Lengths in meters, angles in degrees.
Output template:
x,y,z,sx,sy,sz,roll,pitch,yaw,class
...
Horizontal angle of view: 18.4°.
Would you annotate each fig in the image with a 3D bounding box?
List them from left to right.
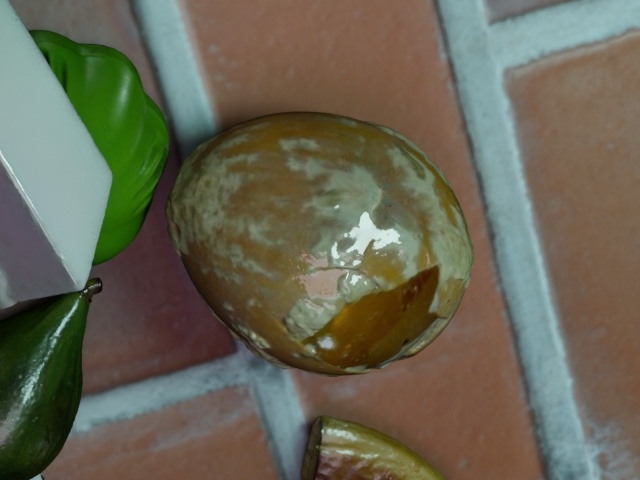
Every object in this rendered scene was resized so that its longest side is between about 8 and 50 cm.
x,y,z,sx,sy,sz,roll,pitch,yaw,class
-0.227,0.098,1.519,0.117,0.117,0.177,24,94,-19,fig

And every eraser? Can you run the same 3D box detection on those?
x,y,z,sx,sy,sz,roll,pitch,yaw,class
-0.321,-0.046,1.305,0.396,0.082,0.213,-11,118,40,eraser

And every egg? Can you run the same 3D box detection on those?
x,y,z,sx,sy,sz,roll,pitch,yaw,class
0.000,0.000,1.451,0.233,0.195,0.195,25,110,-21,egg

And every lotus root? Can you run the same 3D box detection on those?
x,y,z,sx,sy,sz,roll,pitch,yaw,class
-0.195,-0.038,1.415,0.186,0.186,0.186,-3,117,-7,lotus root

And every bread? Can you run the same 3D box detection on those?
x,y,z,sx,sy,sz,roll,pitch,yaw,class
0.024,0.197,1.628,0.154,0.054,0.136,-25,119,-2,bread
